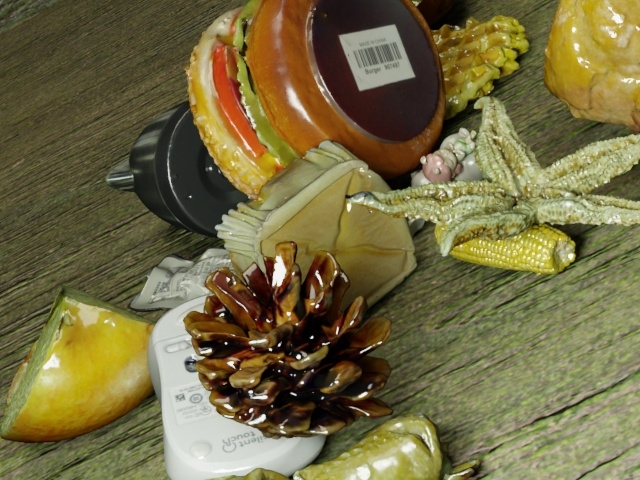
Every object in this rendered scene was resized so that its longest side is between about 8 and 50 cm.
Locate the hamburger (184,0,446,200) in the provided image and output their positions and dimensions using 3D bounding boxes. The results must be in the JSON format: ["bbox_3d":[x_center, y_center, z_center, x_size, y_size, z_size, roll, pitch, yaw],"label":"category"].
[{"bbox_3d":[-0.011,-0.197,2.011,0.250,0.330,0.330,-22,24,46],"label":"hamburger"}]

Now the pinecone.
[{"bbox_3d":[-0.029,0.105,1.512,0.202,0.201,0.229,-16,10,13],"label":"pinecone"}]

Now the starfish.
[{"bbox_3d":[0.234,-0.051,1.670,0.347,0.078,0.358,-30,37,-34],"label":"starfish"}]

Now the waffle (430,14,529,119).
[{"bbox_3d":[0.151,-0.244,2.244,0.307,0.060,0.312,-40,30,-20],"label":"waffle"}]

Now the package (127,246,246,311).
[{"bbox_3d":[-0.135,0.050,2.020,0.232,0.040,0.166,-7,25,18],"label":"package"}]

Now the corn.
[{"bbox_3d":[0.210,0.000,1.748,0.067,0.067,0.206,-43,32,-23],"label":"corn"}]

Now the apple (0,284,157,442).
[{"bbox_3d":[-0.300,0.146,1.889,0.254,0.179,0.346,-18,6,-12],"label":"apple"}]

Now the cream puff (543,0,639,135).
[{"bbox_3d":[0.410,-0.276,1.815,0.231,0.343,0.327,15,75,12],"label":"cream puff"}]

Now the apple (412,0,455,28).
[{"bbox_3d":[0.096,-0.431,2.429,0.226,0.246,0.246,-21,27,36],"label":"apple"}]

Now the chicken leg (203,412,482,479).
[{"bbox_3d":[-0.052,0.269,1.469,0.429,0.153,0.201,-23,17,-1],"label":"chicken leg"}]

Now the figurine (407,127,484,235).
[{"bbox_3d":[0.144,-0.081,1.920,0.146,0.098,0.081,-38,40,-19],"label":"figurine"}]

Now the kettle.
[{"bbox_3d":[-0.178,-0.123,2.221,0.251,0.207,0.271,-50,24,-21],"label":"kettle"}]

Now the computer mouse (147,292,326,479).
[{"bbox_3d":[-0.101,0.184,1.686,0.184,0.121,0.297,-16,43,-11],"label":"computer mouse"}]

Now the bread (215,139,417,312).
[{"bbox_3d":[-0.002,0.001,1.819,0.210,0.192,0.110,-41,26,-19],"label":"bread"}]
